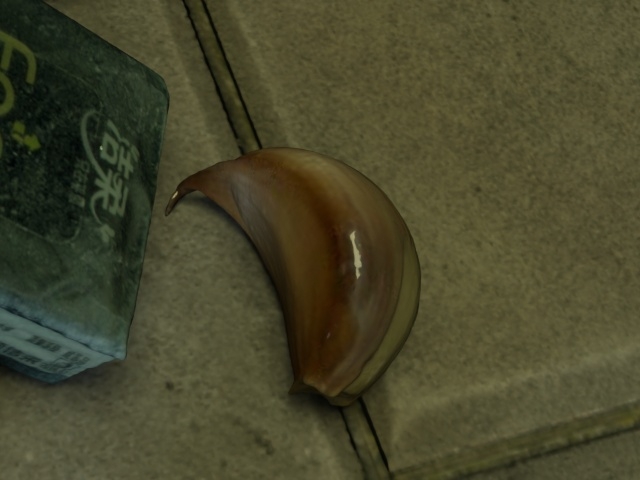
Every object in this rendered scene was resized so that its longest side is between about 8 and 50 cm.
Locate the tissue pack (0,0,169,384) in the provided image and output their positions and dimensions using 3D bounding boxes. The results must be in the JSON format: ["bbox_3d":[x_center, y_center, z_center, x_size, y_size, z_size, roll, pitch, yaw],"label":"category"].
[{"bbox_3d":[-0.247,-0.070,0.796,0.315,0.103,0.228,30,51,-37],"label":"tissue pack"}]

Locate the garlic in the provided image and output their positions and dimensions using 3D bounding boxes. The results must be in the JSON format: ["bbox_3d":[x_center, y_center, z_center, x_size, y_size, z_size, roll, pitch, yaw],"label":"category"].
[{"bbox_3d":[0.004,0.003,0.897,0.115,0.128,0.207,-3,48,-43],"label":"garlic"}]
